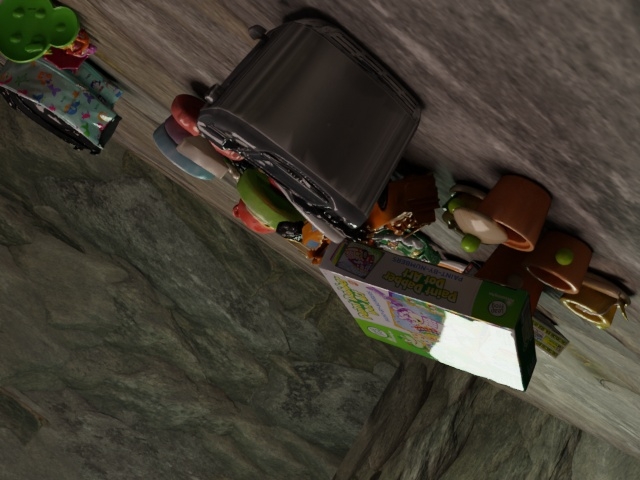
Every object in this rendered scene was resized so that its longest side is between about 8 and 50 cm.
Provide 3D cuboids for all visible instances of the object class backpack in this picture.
[{"bbox_3d":[-0.594,-0.332,1.570,0.225,0.191,0.253,21,174,46],"label":"backpack"}]

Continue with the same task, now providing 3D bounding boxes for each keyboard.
[{"bbox_3d":[-0.174,-0.183,1.494,0.100,0.038,0.192,54,-177,22],"label":"keyboard"}]

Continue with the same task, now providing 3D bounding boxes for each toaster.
[{"bbox_3d":[0.000,-0.114,0.698,0.227,0.146,0.129,36,173,-24],"label":"toaster"}]

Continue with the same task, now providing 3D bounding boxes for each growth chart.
[{"bbox_3d":[-0.184,-0.151,1.560,0.172,0.021,0.237,53,-178,27],"label":"growth chart"}]

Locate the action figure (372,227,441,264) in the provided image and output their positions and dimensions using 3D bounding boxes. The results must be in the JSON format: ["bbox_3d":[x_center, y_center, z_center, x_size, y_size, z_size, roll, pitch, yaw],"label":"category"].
[{"bbox_3d":[0.114,-0.017,1.257,0.232,0.063,0.137,27,169,8],"label":"action figure"}]

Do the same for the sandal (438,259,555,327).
[{"bbox_3d":[0.316,0.125,1.271,0.265,0.076,0.102,33,173,-10],"label":"sandal"}]

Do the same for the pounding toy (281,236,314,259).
[{"bbox_3d":[0.005,0.005,1.705,0.181,0.094,0.206,35,173,-19],"label":"pounding toy"}]

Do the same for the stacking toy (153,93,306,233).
[{"bbox_3d":[-0.162,-0.094,1.193,0.309,0.130,0.279,36,-162,-19],"label":"stacking toy"}]

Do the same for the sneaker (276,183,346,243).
[{"bbox_3d":[-0.009,-0.111,0.813,0.217,0.121,0.079,50,-176,13],"label":"sneaker"}]

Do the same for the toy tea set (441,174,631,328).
[{"bbox_3d":[0.231,0.039,0.847,0.200,0.124,0.336,24,170,48],"label":"toy tea set"}]

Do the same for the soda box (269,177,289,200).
[{"bbox_3d":[-0.021,-0.114,1.005,0.083,0.092,0.263,33,173,1],"label":"soda box"}]

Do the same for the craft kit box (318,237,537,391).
[{"bbox_3d":[0.147,0.098,0.894,0.246,0.061,0.250,19,161,28],"label":"craft kit box"}]

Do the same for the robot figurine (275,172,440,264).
[{"bbox_3d":[0.051,-0.024,0.994,0.211,0.085,0.291,-7,170,-13],"label":"robot figurine"}]

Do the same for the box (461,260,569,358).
[{"bbox_3d":[0.305,0.106,1.112,0.114,0.036,0.207,33,-169,-13],"label":"box"}]

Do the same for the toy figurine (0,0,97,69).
[{"bbox_3d":[-0.475,-0.370,1.271,0.173,0.130,0.159,5,180,15],"label":"toy figurine"}]
